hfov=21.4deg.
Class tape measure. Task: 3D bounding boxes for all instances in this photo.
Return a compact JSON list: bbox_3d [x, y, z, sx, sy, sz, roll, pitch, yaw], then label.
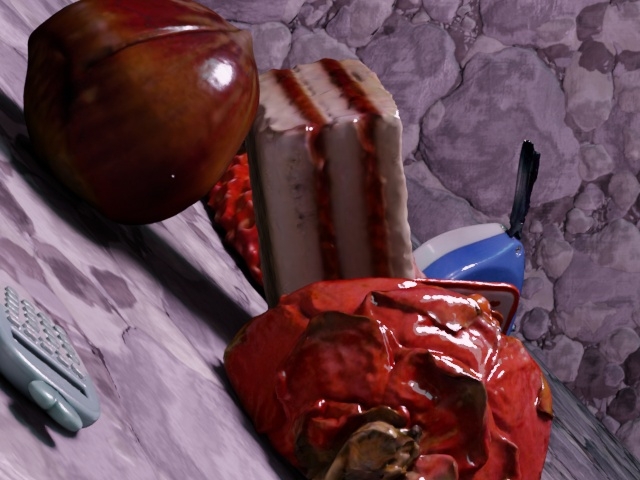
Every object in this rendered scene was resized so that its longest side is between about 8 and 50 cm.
[{"bbox_3d":[0.208,0.030,2.397,0.098,0.215,0.351,51,-31,39],"label":"tape measure"}]

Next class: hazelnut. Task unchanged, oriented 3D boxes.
[{"bbox_3d":[-0.153,-0.122,1.507,0.229,0.229,0.229,47,8,-8],"label":"hazelnut"}]

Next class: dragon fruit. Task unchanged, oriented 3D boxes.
[{"bbox_3d":[0.086,0.143,1.420,0.317,0.152,0.205,20,33,-14],"label":"dragon fruit"}]

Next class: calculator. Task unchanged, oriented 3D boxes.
[{"bbox_3d":[-0.179,0.075,1.075,0.095,0.021,0.153,43,8,-29],"label":"calculator"}]

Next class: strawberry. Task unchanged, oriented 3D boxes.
[{"bbox_3d":[0.000,0.000,1.984,0.336,0.149,0.265,51,10,33],"label":"strawberry"}]

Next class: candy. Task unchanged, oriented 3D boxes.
[{"bbox_3d":[0.009,-0.005,1.626,0.179,0.135,0.321,-112,-165,-60],"label":"candy"}]

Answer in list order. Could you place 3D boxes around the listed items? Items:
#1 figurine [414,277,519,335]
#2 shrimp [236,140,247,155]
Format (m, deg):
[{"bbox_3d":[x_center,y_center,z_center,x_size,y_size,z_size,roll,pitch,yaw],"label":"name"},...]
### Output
[{"bbox_3d":[0.140,0.184,1.797,0.160,0.183,0.226,3,44,-13],"label":"figurine"},{"bbox_3d":[-0.120,-0.124,2.101,0.101,0.042,0.190,34,-22,-15],"label":"shrimp"}]
